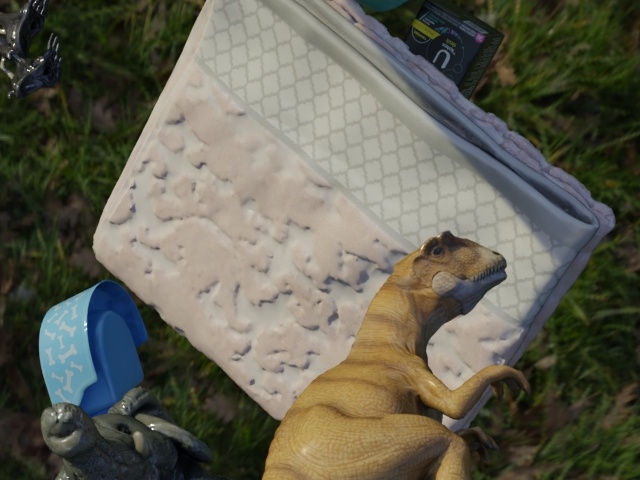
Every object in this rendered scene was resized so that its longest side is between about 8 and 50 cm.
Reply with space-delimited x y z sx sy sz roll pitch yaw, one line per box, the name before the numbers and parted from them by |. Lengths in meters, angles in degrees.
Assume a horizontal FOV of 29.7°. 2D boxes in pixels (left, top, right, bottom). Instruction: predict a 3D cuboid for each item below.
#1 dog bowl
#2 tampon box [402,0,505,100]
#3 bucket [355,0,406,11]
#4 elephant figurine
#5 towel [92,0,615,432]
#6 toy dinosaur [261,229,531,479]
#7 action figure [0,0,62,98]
dog bowl | -0.246 0.198 1.418 0.074 0.166 0.297 -14 98 14
tampon box | 0.193 -0.285 1.922 0.120 0.161 0.101 35 23 17
bucket | 0.075 -0.494 1.821 0.183 0.281 0.281 27 62 -31
elephant figurine | -0.152 0.203 1.026 0.239 0.186 0.169 46 39 -13
towel | 0.000 0.000 0.870 0.332 0.317 0.053 40 37 15
toy dinosaur | 0.006 0.069 0.320 0.112 0.064 0.211 49 33 -2
action figure | -0.435 -0.243 1.403 0.276 0.164 0.141 8 54 16
